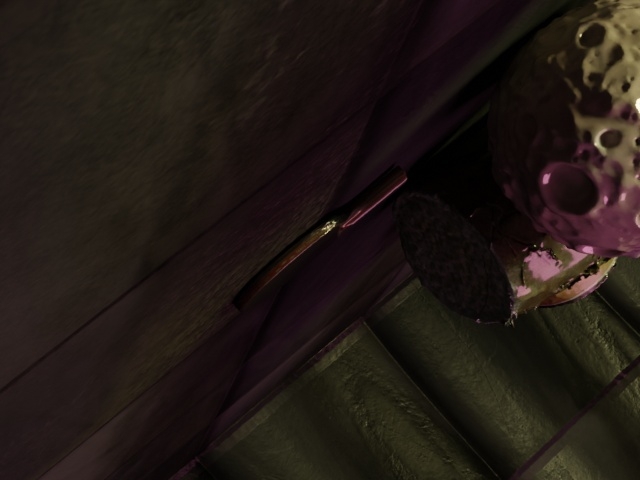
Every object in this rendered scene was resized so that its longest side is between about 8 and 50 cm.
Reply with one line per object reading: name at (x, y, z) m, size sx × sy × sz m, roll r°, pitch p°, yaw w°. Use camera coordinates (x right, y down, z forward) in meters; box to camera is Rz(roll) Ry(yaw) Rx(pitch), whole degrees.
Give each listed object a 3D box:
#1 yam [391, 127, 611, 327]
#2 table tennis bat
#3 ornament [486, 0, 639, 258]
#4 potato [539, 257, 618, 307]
yam at (0.271, -0.068, 1.518) m, size 0.348 × 0.241 × 0.241 m, roll -36°, pitch 172°, yaw -17°
table tennis bat at (0.000, 0.000, 1.308) m, size 0.220 × 0.019 × 0.130 m, roll -39°, pitch 174°, yaw -6°
ornament at (0.297, -0.115, 1.262) m, size 0.259 × 0.259 × 0.225 m, roll -35°, pitch 176°, yaw -41°
potato at (0.251, -0.044, 1.779) m, size 0.299 × 0.196 × 0.246 m, roll -1°, pitch -127°, yaw 48°
